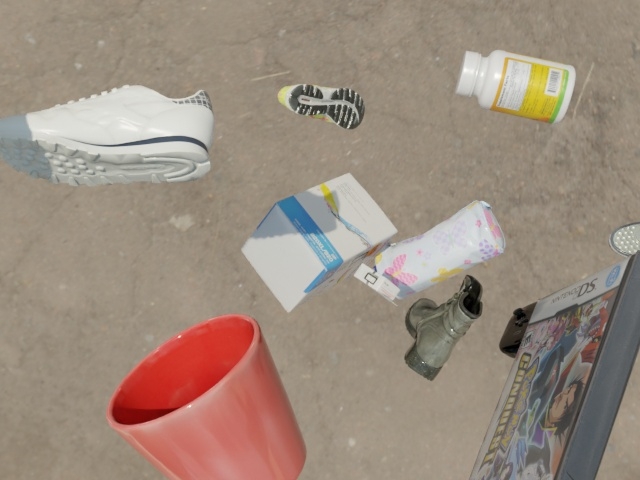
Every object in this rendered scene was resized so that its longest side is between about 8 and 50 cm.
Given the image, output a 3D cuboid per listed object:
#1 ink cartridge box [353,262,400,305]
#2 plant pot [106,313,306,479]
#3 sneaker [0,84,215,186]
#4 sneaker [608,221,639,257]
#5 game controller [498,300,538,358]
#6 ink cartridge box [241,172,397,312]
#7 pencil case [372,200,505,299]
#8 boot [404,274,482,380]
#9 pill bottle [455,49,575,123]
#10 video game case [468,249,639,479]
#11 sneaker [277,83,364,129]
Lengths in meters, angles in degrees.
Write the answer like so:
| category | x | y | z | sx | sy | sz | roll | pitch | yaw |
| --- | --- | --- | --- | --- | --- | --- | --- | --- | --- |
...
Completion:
| category | x | y | z | sx | sy | sz | roll | pitch | yaw |
| --- | --- | --- | --- | --- | --- | --- | --- | --- | --- |
| ink cartridge box | 0.101 | 0.075 | 1.277 | 0.048 | 0.083 | 0.028 | 38 | 87 | -41 |
| plant pot | -0.161 | 0.293 | 1.215 | 0.275 | 0.275 | 0.243 | -20 | 112 | 25 |
| sneaker | -0.231 | -0.117 | 0.805 | 0.235 | 0.095 | 0.090 | 2 | 160 | -5 |
| sneaker | 0.674 | 0.022 | 1.555 | 0.226 | 0.163 | 0.086 | 0 | 73 | -8 |
| game controller | 0.479 | 0.129 | 1.396 | 0.319 | 0.166 | 0.067 | -29 | 92 | 36 |
| ink cartridge box | 0.000 | 0.000 | 1.526 | 0.168 | 0.232 | 0.171 | 52 | 135 | 12 |
| pencil case | 0.246 | 0.022 | 1.575 | 0.273 | 0.124 | 0.113 | -26 | 148 | 24 |
| boot | 0.221 | 0.123 | 1.282 | 0.083 | 0.246 | 0.161 | 34 | 110 | -4 |
| pill bottle | 0.440 | -0.357 | 1.727 | 0.245 | 0.136 | 0.136 | 13 | 118 | 4 |
| video game case | 0.246 | 0.163 | 0.799 | 0.035 | 0.275 | 0.248 | 26 | 163 | 0 |
| sneaker | 0.002 | -0.289 | 1.580 | 0.094 | 0.208 | 0.081 | 23 | 99 | 52 |
